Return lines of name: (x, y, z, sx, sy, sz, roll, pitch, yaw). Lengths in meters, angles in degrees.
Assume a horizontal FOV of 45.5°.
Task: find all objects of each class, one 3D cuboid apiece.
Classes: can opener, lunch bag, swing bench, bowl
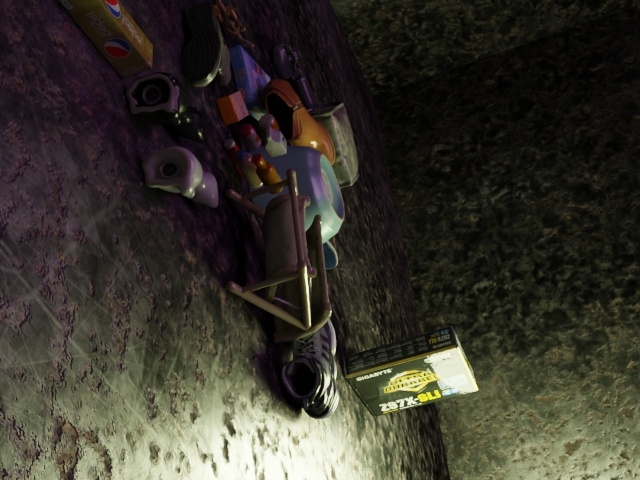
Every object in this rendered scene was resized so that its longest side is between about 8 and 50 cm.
can opener: (-0.083, -0.487, 2.405, 0.093, 0.074, 0.280, -47, 125, -34)
lunch bag: (0.024, -0.294, 2.351, 0.287, 0.169, 0.235, -53, 128, -68)
swing bench: (-0.073, 0.037, 1.595, 0.254, 0.165, 0.253, 56, 21, -51)
bowl: (-0.045, -0.107, 1.880, 0.311, 0.163, 0.311, -16, 90, -77)

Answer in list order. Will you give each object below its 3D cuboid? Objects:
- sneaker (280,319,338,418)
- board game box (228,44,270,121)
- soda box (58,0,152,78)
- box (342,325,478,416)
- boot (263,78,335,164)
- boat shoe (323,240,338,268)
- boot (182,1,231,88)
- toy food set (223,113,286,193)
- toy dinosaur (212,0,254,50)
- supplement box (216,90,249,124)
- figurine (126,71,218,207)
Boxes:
sneaker: (-0.027, 0.246, 1.654, 0.153, 0.101, 0.268, 48, 31, -65)
board game box: (-0.168, -0.391, 1.986, 0.211, 0.039, 0.160, 30, 45, -70)
soda box: (-0.340, -0.347, 1.222, 0.181, 0.058, 0.061, 56, 22, -52)
box: (0.257, 0.377, 2.153, 0.257, 0.322, 0.079, 59, 18, -48)
boot: (-0.054, -0.287, 1.963, 0.220, 0.109, 0.283, -85, 150, -71)
boat shoe: (0.000, 0.000, 2.125, 0.066, 0.066, 0.183, -91, 159, -51)
boot: (-0.231, -0.390, 1.669, 0.161, 0.084, 0.246, 65, 17, -52)
toy food set: (-0.147, -0.211, 1.703, 0.104, 0.111, 0.232, 59, 23, -47)
toy dinosaur: (-0.240, -0.566, 1.912, 0.211, 0.064, 0.112, 63, 2, 6)
supplement box: (-0.202, -0.307, 1.759, 0.098, 0.036, 0.062, -65, 137, -70)
figurine: (-0.242, -0.164, 1.352, 0.209, 0.092, 0.214, 28, 48, -76)
